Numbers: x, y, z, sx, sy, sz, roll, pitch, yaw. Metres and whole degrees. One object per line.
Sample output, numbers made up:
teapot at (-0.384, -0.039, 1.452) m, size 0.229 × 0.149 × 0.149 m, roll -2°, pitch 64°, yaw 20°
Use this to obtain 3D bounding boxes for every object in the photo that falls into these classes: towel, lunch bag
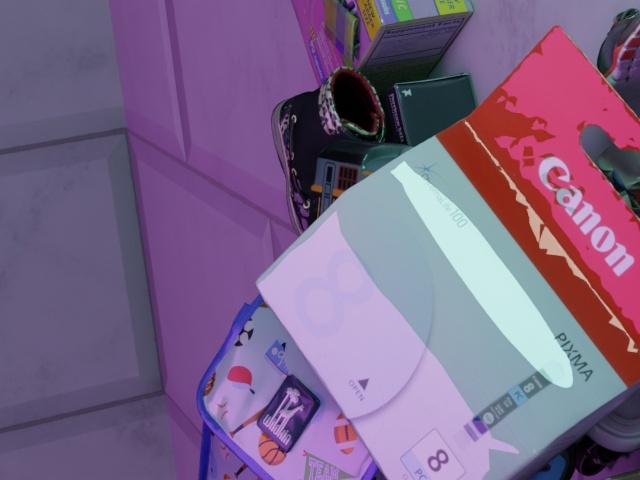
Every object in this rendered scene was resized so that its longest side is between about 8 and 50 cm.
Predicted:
towel at (0.023, -0.250, 1.665) m, size 0.083 × 0.009 × 0.060 m, roll -126°, pitch 31°, yaw -49°
lunch bag at (-0.006, 0.296, 2.015) m, size 0.328 × 0.239 × 0.385 m, roll 40°, pitch 137°, yaw 32°

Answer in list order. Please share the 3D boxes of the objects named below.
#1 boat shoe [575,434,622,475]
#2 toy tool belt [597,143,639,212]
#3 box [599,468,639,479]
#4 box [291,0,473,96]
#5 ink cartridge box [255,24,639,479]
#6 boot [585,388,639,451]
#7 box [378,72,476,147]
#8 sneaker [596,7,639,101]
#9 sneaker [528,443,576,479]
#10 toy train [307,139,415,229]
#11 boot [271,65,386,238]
boat shoe at (0.296, 0.210, 1.478) m, size 0.125 × 0.046 × 0.038 m, roll 110°, pitch 149°, yaw -42°
toy tool belt at (0.295, -0.052, 1.333) m, size 0.051 × 0.052 × 0.083 m, roll 52°, pitch -170°, yaw -49°
box at (0.287, 0.338, 1.437) m, size 0.381 × 0.143 × 0.191 m, roll 133°, pitch 124°, yaw -69°
box at (0.060, -0.302, 1.724) m, size 0.243 × 0.117 × 0.213 m, roll 128°, pitch 128°, yaw -65°
ink cartridge box at (0.156, 0.039, 1.306) m, size 0.385 × 0.091 × 0.308 m, roll -46°, pitch 67°, yaw 27°
boot at (0.268, 0.066, 1.376) m, size 0.123 × 0.095 × 0.258 m, roll 105°, pitch 154°, yaw -51°
box at (0.128, -0.048, 1.707) m, size 0.184 × 0.103 × 0.261 m, roll 155°, pitch 102°, yaw -72°
sneaker at (0.278, -0.185, 1.273) m, size 0.158 × 0.061 × 0.065 m, roll 117°, pitch 144°, yaw -60°
sneaker at (0.214, 0.187, 1.497) m, size 0.341 × 0.140 × 0.125 m, roll -134°, pitch 63°, yaw -77°
toy train at (0.101, -0.003, 1.515) m, size 0.334 × 0.142 × 0.190 m, roll 16°, pitch 103°, yaw 57°
boot at (0.024, -0.081, 1.709) m, size 0.178 × 0.085 × 0.236 m, roll -29°, pitch 79°, yaw 64°
